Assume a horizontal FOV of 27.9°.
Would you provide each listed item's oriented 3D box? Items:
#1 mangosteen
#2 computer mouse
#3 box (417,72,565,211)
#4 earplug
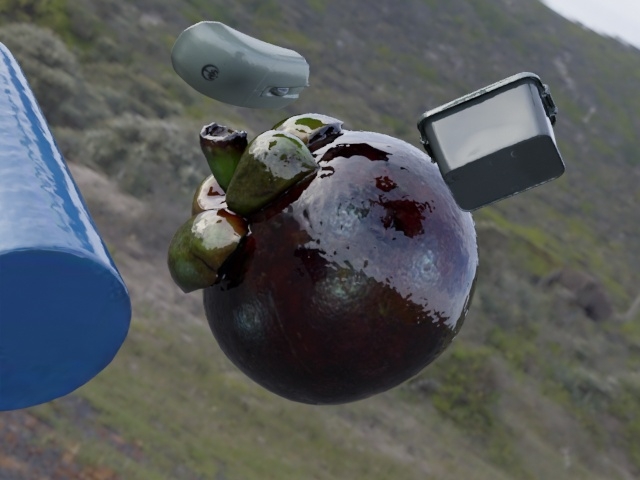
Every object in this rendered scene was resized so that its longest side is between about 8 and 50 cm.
[{"bbox_3d":[0.011,0.011,1.291,0.300,0.300,0.300,33,4,-2],"label":"mangosteen"},{"bbox_3d":[-0.088,-0.195,1.522,0.182,0.089,0.056,14,44,-31],"label":"computer mouse"},{"bbox_3d":[0.152,-0.082,1.124,0.084,0.122,0.069,52,20,-48],"label":"box"},{"bbox_3d":[-0.218,-0.037,0.812,0.132,0.132,0.273,30,24,-45],"label":"earplug"}]
